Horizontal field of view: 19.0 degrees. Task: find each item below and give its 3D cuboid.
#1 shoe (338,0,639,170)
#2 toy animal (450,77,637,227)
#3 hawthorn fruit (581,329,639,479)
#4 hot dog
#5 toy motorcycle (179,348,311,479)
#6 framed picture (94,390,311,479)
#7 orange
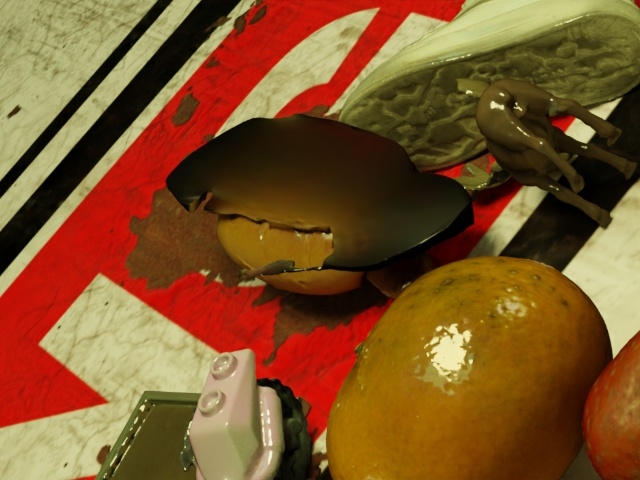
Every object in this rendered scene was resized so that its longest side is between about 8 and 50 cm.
[{"bbox_3d":[0.162,-0.179,1.748,0.316,0.124,0.159,-15,43,31],"label":"shoe"},{"bbox_3d":[0.171,-0.084,1.603,0.186,0.214,0.093,24,79,25],"label":"toy animal"},{"bbox_3d":[0.239,0.129,1.263,0.203,0.162,0.162,-39,31,23],"label":"hawthorn fruit"},{"bbox_3d":[0.004,-0.004,1.728,0.194,0.107,0.326,-35,35,-11],"label":"hot dog"},{"bbox_3d":[-0.090,0.222,1.500,0.143,0.188,0.327,-12,44,31],"label":"toy motorcycle"},{"bbox_3d":[-0.154,0.266,1.685,0.232,0.024,0.315,-3,50,48],"label":"framed picture"},{"bbox_3d":[0.101,0.117,1.370,0.240,0.171,0.240,-54,-5,-7],"label":"orange"}]
